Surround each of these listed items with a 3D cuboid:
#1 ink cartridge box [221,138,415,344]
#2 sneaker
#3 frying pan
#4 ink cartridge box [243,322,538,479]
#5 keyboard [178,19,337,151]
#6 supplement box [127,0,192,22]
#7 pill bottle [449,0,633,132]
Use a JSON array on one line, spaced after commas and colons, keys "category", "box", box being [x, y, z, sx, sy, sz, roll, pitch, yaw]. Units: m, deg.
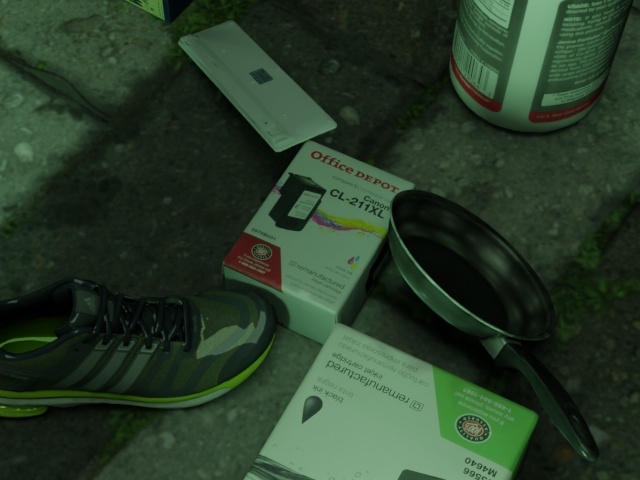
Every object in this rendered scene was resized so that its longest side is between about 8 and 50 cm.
[{"category": "ink cartridge box", "box": [0.000, 0.000, 1.257, 0.127, 0.072, 0.175, 23, 59, 15]}, {"category": "sneaker", "box": [-0.187, 0.090, 1.163, 0.300, 0.121, 0.111, -9, 57, -7]}, {"category": "frying pan", "box": [0.176, 0.075, 1.182, 0.197, 0.053, 0.326, -2, 48, -53]}, {"category": "ink cartridge box", "box": [0.037, 0.237, 1.073, 0.198, 0.114, 0.273, 24, 59, 14]}, {"category": "keyboard", "box": [-0.073, -0.172, 1.368, 0.072, 0.014, 0.256, -20, 42, -20]}, {"category": "supplement box", "box": [-0.185, -0.312, 1.473, 0.083, 0.056, 0.083, 29, 60, 17]}, {"category": "pill bottle", "box": [0.236, -0.272, 1.298, 0.176, 0.318, 0.176, 1, 56, -2]}]
